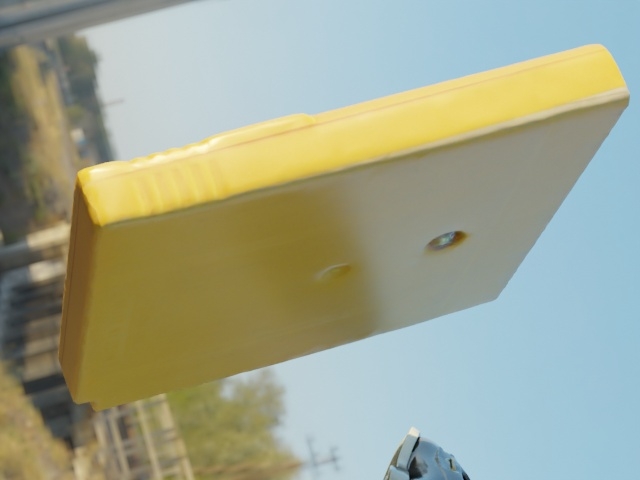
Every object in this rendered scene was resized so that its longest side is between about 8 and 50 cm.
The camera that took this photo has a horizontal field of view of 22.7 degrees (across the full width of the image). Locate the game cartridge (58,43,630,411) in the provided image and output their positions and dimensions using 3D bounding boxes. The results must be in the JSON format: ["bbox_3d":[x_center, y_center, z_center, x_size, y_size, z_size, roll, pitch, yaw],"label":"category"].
[{"bbox_3d":[0.000,0.000,0.988,0.285,0.324,0.052,113,-40,-61],"label":"game cartridge"}]

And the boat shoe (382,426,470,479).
[{"bbox_3d":[0.075,0.192,1.147,0.228,0.069,0.081,-32,143,-82],"label":"boat shoe"}]
